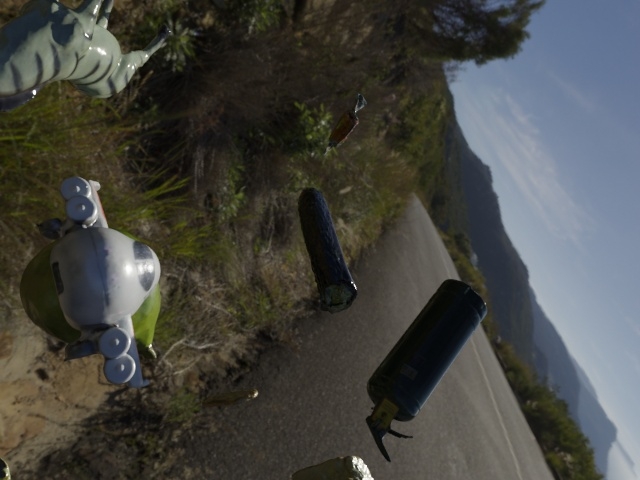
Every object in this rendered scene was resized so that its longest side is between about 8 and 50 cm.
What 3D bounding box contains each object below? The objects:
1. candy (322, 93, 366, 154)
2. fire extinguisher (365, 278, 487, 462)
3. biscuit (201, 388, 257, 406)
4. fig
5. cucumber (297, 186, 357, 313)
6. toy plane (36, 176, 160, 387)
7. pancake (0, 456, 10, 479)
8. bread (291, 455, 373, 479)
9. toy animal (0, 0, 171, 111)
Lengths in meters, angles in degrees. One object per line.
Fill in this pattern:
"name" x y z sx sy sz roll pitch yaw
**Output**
"candy" 0.062 -0.286 1.193 0.046 0.182 0.053 33 32 -3
"fire extinguisher" 0.168 0.209 0.798 0.114 0.311 0.095 34 -25 24
"biscuit" -0.198 0.343 1.032 0.071 0.147 0.018 -7 80 -55
"fig" -0.417 0.123 0.881 0.233 0.314 0.233 11 32 -7
"cucumber" 0.000 -0.001 0.802 0.067 0.067 0.245 38 30 -54
"toy plane" -0.247 0.050 0.549 0.252 0.118 0.252 42 -40 51
"pancake" -0.741 0.513 0.923 0.037 0.253 0.254 116 -42 -54
"bread" 0.036 0.733 1.272 0.250 0.279 0.225 68 18 5
"toy animal" -0.231 -0.176 0.435 0.073 0.176 0.217 26 1 5
